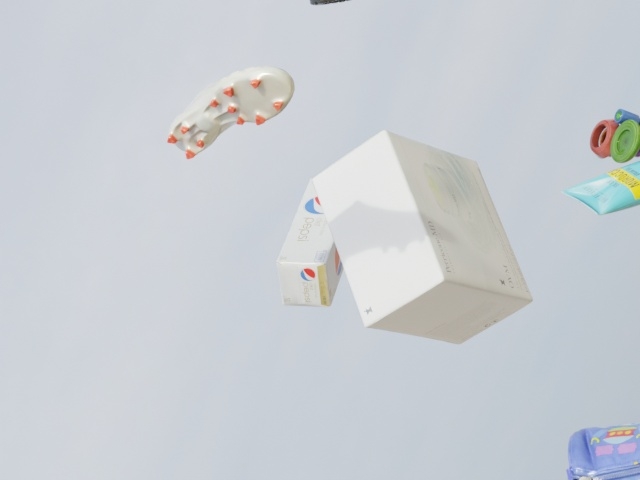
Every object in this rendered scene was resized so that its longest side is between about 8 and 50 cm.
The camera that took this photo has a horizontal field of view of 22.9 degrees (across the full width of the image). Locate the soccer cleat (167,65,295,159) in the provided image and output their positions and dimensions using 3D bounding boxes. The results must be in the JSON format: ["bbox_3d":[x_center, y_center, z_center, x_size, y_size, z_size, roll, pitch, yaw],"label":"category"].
[{"bbox_3d":[-0.097,-0.154,1.724,0.196,0.068,0.076,-25,29,44],"label":"soccer cleat"}]

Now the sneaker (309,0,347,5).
[{"bbox_3d":[0.036,-0.278,1.513,0.051,0.170,0.089,-178,76,-76],"label":"sneaker"}]

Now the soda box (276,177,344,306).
[{"bbox_3d":[0.000,0.000,2.150,0.216,0.069,0.074,-69,-24,-54],"label":"soda box"}]

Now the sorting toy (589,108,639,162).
[{"bbox_3d":[0.355,-0.118,1.827,0.102,0.042,0.061,29,102,66],"label":"sorting toy"}]

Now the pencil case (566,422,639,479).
[{"bbox_3d":[0.447,0.275,1.951,0.133,0.306,0.119,-8,-95,-62],"label":"pencil case"}]

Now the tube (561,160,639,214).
[{"bbox_3d":[0.378,-0.071,1.753,0.207,0.080,0.052,-19,-69,-14],"label":"tube"}]

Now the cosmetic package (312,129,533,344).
[{"bbox_3d":[0.134,0.000,2.066,0.138,0.224,0.225,-34,-27,30],"label":"cosmetic package"}]
